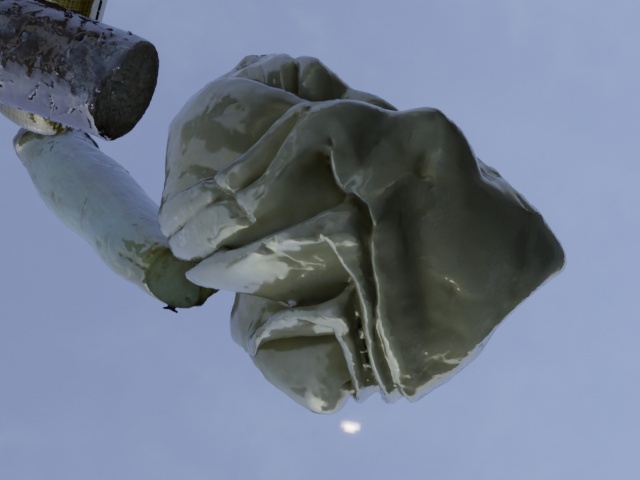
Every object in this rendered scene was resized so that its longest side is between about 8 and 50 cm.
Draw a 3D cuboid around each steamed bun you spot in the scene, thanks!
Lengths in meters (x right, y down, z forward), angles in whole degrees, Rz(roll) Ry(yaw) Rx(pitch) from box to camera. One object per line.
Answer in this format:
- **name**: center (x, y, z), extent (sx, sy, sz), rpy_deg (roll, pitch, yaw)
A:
- **steamed bun**: center (-0.001, 0.000, 1.038), extent (0.289, 0.276, 0.203), rpy_deg (40, -106, -5)

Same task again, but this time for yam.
- **yam**: center (-0.182, -0.117, 0.898), extent (0.079, 0.141, 0.079), rpy_deg (-59, -18, -32)

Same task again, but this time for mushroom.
- **mushroom**: center (-0.201, -0.028, 1.310), extent (0.100, 0.312, 0.081), rpy_deg (18, -75, -42)

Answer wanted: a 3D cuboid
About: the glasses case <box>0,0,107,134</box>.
- **glasses case**: center (-0.201, -0.182, 1.041), extent (0.064, 0.079, 0.234), rpy_deg (-49, -14, -51)
